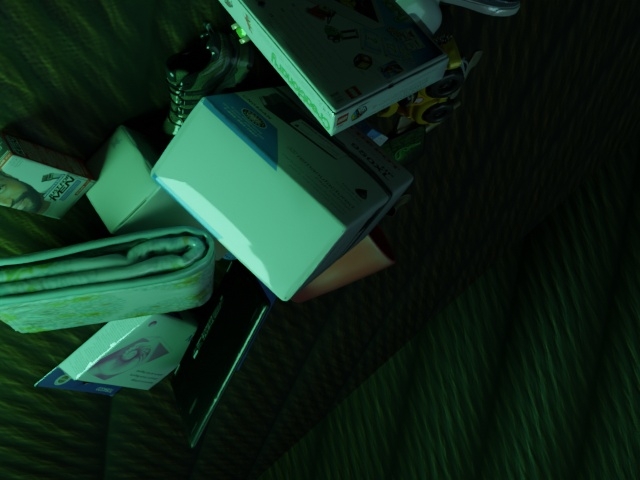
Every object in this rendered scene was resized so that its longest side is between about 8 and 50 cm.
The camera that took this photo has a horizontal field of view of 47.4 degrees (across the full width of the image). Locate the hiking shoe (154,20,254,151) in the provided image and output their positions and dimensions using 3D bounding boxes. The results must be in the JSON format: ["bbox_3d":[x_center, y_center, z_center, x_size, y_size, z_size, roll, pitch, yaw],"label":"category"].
[{"bbox_3d":[-0.210,-0.239,1.138,0.114,0.086,0.227,20,116,-46],"label":"hiking shoe"}]

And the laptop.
[{"bbox_3d":[-0.172,0.245,1.767,0.236,0.408,0.381,21,105,-28],"label":"laptop"}]

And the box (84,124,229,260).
[{"bbox_3d":[-0.255,-0.073,1.276,0.121,0.148,0.311,-42,155,13],"label":"box"}]

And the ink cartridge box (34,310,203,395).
[{"bbox_3d":[-0.450,0.280,1.747,0.330,0.071,0.324,-41,157,3],"label":"ink cartridge box"}]

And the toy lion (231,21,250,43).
[{"bbox_3d":[-0.076,-0.340,1.104,0.096,0.034,0.100,-23,-162,24],"label":"toy lion"}]

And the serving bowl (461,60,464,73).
[{"bbox_3d":[0.275,-0.372,1.612,0.083,0.027,0.083,-10,118,-19],"label":"serving bowl"}]

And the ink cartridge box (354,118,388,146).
[{"bbox_3d":[0.078,-0.209,1.624,0.122,0.052,0.088,-46,155,16],"label":"ink cartridge box"}]

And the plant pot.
[{"bbox_3d":[0.000,0.000,1.673,0.243,0.274,0.275,-32,158,11],"label":"plant pot"}]

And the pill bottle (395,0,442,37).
[{"bbox_3d":[0.084,-0.360,1.194,0.318,0.176,0.176,-44,156,15],"label":"pill bottle"}]

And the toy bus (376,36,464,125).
[{"bbox_3d":[0.156,-0.314,1.450,0.212,0.149,0.220,-19,156,-11],"label":"toy bus"}]

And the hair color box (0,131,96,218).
[{"bbox_3d":[-0.432,-0.093,1.094,0.093,0.053,0.167,-43,155,13],"label":"hair color box"}]

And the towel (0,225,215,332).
[{"bbox_3d":[-0.368,0.073,1.236,0.375,0.090,0.320,-8,167,-12],"label":"towel"}]

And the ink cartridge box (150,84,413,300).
[{"bbox_3d":[-0.040,-0.106,1.216,0.166,0.285,0.395,-50,174,25],"label":"ink cartridge box"}]

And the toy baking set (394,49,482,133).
[{"bbox_3d":[0.282,-0.336,1.714,0.256,0.030,0.196,-34,157,-10],"label":"toy baking set"}]

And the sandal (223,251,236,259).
[{"bbox_3d":[-0.138,-0.022,1.514,0.126,0.138,0.317,-27,169,-29],"label":"sandal"}]

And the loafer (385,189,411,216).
[{"bbox_3d":[0.196,-0.095,2.011,0.148,0.050,0.056,-26,154,-27],"label":"loafer"}]

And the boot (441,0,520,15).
[{"bbox_3d":[0.294,-0.475,1.343,0.190,0.069,0.086,6,138,-15],"label":"boot"}]

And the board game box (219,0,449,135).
[{"bbox_3d":[0.009,-0.304,1.023,0.193,0.305,0.053,-29,158,-19],"label":"board game box"}]

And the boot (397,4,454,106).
[{"bbox_3d":[0.190,-0.343,1.317,0.137,0.197,0.077,-5,175,-19],"label":"boot"}]

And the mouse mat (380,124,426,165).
[{"bbox_3d":[0.174,-0.206,1.789,0.190,0.007,0.152,-25,156,-4],"label":"mouse mat"}]
